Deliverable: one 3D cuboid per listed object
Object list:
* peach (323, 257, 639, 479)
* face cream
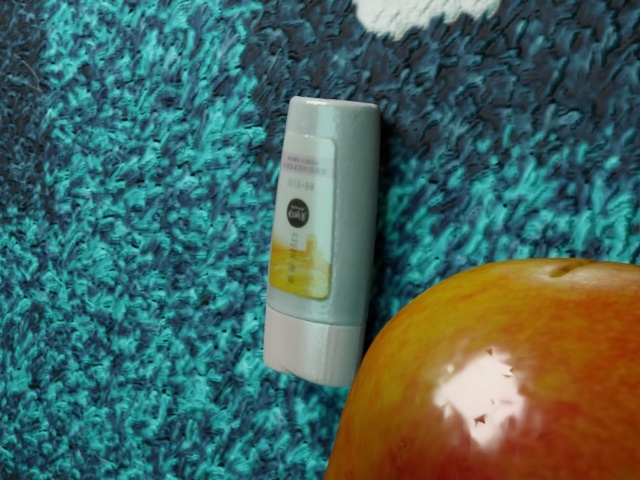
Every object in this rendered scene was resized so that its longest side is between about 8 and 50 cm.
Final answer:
[{"bbox_3d":[0.135,0.141,0.455,0.274,0.245,0.249,3,121,43],"label":"peach"},{"bbox_3d":[0.000,0.000,0.657,0.084,0.057,0.199,12,100,38],"label":"face cream"}]
